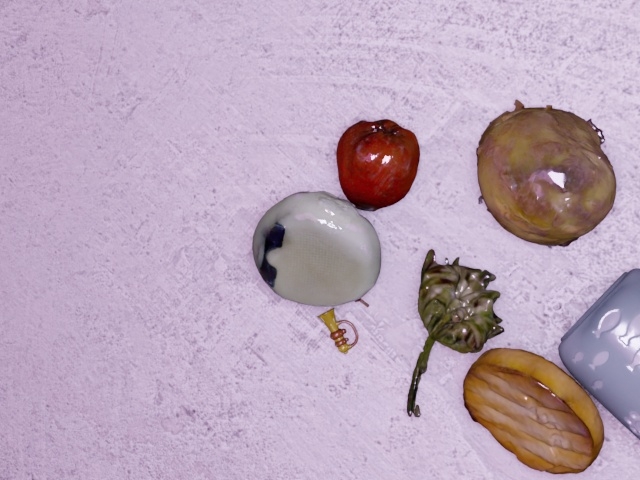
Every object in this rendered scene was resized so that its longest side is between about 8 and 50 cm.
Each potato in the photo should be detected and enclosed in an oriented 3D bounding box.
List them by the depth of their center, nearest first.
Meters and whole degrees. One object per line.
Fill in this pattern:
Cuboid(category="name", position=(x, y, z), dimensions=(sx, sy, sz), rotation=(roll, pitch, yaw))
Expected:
Cuboid(category="potato", position=(0.412, -0.125, 1.447), dimensions=(0.288, 0.237, 0.301), rotation=(4, 96, 24))

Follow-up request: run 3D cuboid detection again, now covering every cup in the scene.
Cuboid(category="cup", position=(0.625, 0.176, 1.359), dimensions=(0.274, 0.259, 0.357), rotation=(43, 121, 17))

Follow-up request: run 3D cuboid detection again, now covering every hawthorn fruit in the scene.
Cuboid(category="hawthorn fruit", position=(0.123, -0.150, 1.616), dimensions=(0.185, 0.185, 0.202), rotation=(17, 119, 22))

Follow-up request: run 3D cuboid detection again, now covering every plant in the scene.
Cuboid(category="plant", position=(0.227, 0.183, 1.610), dimensions=(0.180, 0.251, 0.333), rotation=(25, 132, -19))

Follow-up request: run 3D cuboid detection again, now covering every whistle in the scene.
Cuboid(category="whistle", position=(0.045, 0.207, 1.762), dimensions=(0.109, 0.057, 0.046), rotation=(58, 158, 0))

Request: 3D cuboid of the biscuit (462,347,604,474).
Cuboid(category="biscuit", position=(0.421, 0.332, 1.504), dimensions=(0.296, 0.102, 0.296), rotation=(34, 148, 25))

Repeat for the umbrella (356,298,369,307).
Cuboid(category="umbrella", position=(0.045, 0.104, 1.752), dimensions=(0.165, 0.025, 0.027), rotation=(35, 130, 19))

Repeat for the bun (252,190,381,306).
Cuboid(category="bun", position=(0.000, 0.000, 1.667), dimensions=(0.293, 0.187, 0.293), rotation=(7, 135, 7))
